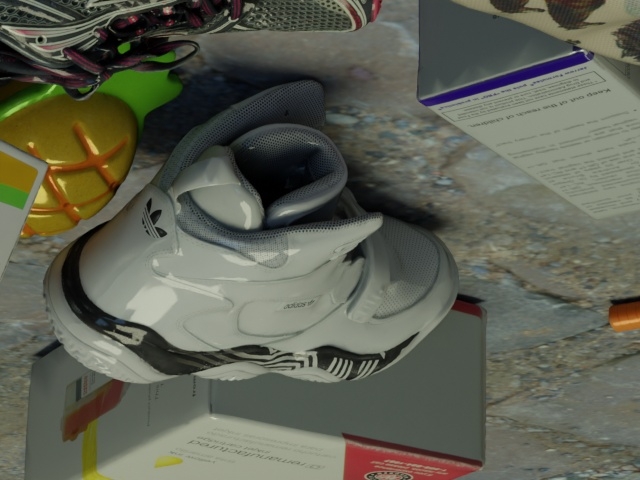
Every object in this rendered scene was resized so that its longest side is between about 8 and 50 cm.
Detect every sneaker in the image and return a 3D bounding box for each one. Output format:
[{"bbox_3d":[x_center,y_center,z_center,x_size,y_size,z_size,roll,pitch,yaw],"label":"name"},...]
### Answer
[{"bbox_3d":[0.000,0.000,1.324,0.366,0.137,0.210,-3,149,-41],"label":"sneaker"},{"bbox_3d":[-0.114,-0.135,1.046,0.299,0.112,0.121,0,158,-1],"label":"sneaker"}]

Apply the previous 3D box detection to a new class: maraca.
[{"bbox_3d":[-0.170,-0.071,1.234,0.186,0.099,0.127,-44,148,27],"label":"maraca"}]

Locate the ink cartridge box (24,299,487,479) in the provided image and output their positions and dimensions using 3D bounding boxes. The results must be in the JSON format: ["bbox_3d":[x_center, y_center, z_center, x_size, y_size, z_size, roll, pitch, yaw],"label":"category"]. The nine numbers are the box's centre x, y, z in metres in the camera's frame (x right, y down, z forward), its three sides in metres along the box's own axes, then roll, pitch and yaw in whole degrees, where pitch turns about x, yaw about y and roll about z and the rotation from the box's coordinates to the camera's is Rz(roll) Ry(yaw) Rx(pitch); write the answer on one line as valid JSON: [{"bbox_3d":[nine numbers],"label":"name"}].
[{"bbox_3d":[-0.069,0.158,1.702,0.279,0.160,0.385,13,155,-28],"label":"ink cartridge box"}]

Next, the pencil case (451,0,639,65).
[{"bbox_3d":[0.173,-0.162,0.897,0.410,0.160,0.183,16,162,-33],"label":"pencil case"}]

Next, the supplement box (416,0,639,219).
[{"bbox_3d":[0.160,-0.105,1.108,0.114,0.111,0.220,-14,153,34],"label":"supplement box"}]

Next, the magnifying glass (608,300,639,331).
[{"bbox_3d":[0.363,0.051,1.603,0.231,0.026,0.092,-9,156,25],"label":"magnifying glass"}]

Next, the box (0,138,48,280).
[{"bbox_3d":[-0.273,-0.041,1.028,0.114,0.103,0.203,15,171,45],"label":"box"}]
